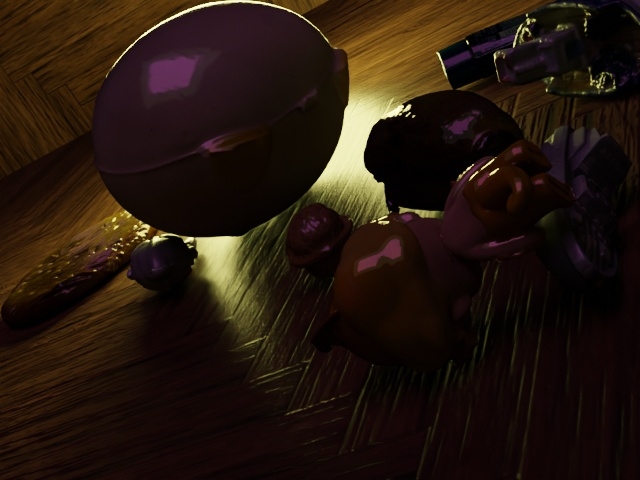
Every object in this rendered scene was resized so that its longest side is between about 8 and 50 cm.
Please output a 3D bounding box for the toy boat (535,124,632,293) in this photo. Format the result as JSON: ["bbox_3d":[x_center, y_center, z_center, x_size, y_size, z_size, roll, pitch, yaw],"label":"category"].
[{"bbox_3d":[0.222,-0.032,0.879,0.085,0.078,0.260,-40,13,26],"label":"toy boat"}]

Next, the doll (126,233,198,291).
[{"bbox_3d":[-0.218,0.030,1.447,0.102,0.075,0.227,-23,7,0],"label":"doll"}]

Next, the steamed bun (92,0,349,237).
[{"bbox_3d":[-0.135,-0.169,1.439,0.334,0.334,0.374,-12,26,46],"label":"steamed bun"}]

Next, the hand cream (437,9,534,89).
[{"bbox_3d":[0.297,-0.293,1.457,0.270,0.061,0.120,-24,21,10],"label":"hand cream"}]

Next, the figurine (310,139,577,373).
[{"bbox_3d":[0.093,0.020,0.842,0.246,0.131,0.156,-48,54,28],"label":"figurine"}]

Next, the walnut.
[{"bbox_3d":[0.000,0.000,1.153,0.082,0.079,0.096,-35,19,-2],"label":"walnut"}]

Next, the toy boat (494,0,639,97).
[{"bbox_3d":[0.284,-0.211,1.159,0.115,0.114,0.262,-28,18,-29],"label":"toy boat"}]

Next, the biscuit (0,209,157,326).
[{"bbox_3d":[-0.413,0.038,1.786,0.318,0.040,0.318,-29,18,10],"label":"biscuit"}]

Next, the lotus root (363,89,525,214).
[{"bbox_3d":[0.132,-0.093,1.104,0.123,0.124,0.241,-50,23,-16],"label":"lotus root"}]
